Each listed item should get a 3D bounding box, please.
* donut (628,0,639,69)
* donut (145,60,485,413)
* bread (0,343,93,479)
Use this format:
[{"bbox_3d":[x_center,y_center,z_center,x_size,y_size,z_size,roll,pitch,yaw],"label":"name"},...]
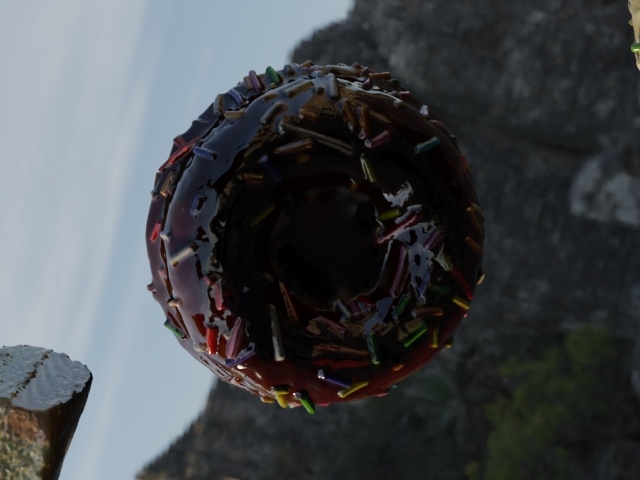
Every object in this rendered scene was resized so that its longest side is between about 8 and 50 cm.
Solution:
[{"bbox_3d":[0.244,-0.135,0.939,0.174,0.068,0.175,8,-100,-48],"label":"donut"},{"bbox_3d":[0.000,0.000,1.021,0.089,0.235,0.235,-138,60,-77],"label":"donut"},{"bbox_3d":[-0.113,0.071,0.571,0.062,0.043,0.109,110,177,-53],"label":"bread"}]
